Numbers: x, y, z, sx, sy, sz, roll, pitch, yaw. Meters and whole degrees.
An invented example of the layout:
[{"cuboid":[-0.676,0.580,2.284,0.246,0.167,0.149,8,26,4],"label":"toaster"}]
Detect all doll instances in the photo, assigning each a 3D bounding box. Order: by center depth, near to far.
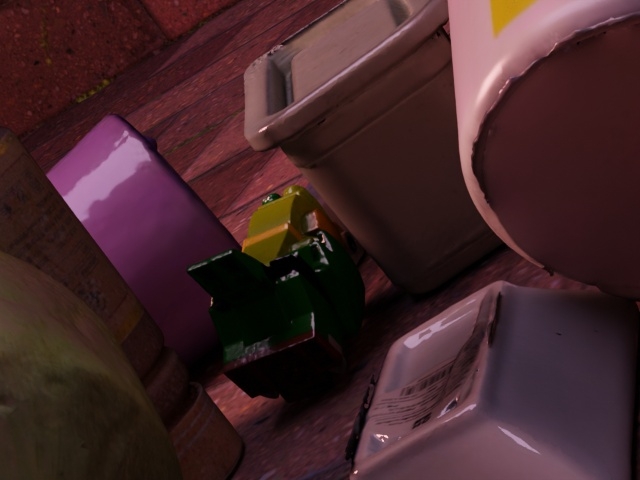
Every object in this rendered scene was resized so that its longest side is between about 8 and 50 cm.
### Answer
[{"cuboid":[-0.025,0.032,1.441,0.106,0.134,0.186,-24,16,23],"label":"doll"}]

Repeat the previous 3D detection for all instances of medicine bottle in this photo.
[{"cuboid":[0.181,-0.161,1.196,0.213,0.213,0.378,-31,34,23],"label":"medicine bottle"},{"cuboid":[-0.205,0.062,1.384,0.151,0.322,0.151,-34,13,9],"label":"medicine bottle"}]

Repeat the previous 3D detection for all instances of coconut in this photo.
[{"cuboid":[-0.236,0.158,1.196,0.328,0.281,0.328,-38,39,40],"label":"coconut"}]

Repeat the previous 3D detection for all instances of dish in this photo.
[{"cuboid":[0.077,0.098,1.077,0.182,0.080,0.243,-31,15,21],"label":"dish"}]

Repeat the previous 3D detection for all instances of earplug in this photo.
[{"cuboid":[-0.269,0.116,1.667,0.456,0.215,0.215,-42,13,-6],"label":"earplug"}]

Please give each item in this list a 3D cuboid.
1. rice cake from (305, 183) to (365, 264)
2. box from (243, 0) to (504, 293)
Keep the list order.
[{"cuboid":[0.000,0.000,1.648,0.056,0.072,0.365,-26,19,32],"label":"rice cake"},{"cuboid":[0.061,-0.087,1.536,0.175,0.182,0.312,-34,14,7],"label":"box"}]
